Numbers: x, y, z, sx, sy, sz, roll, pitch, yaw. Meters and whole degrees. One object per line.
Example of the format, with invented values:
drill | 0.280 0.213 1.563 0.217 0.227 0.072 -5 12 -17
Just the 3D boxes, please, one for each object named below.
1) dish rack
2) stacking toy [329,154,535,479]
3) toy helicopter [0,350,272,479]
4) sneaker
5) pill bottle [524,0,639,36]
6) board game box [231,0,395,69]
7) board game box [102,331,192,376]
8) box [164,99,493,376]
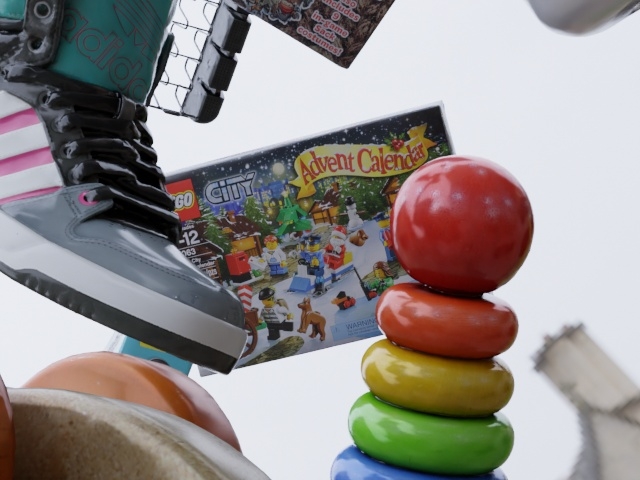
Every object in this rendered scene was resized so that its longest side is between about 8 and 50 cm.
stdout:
dish rack | -0.215 -0.260 1.895 0.271 0.074 0.208 13 -73 -25
stacking toy | 0.065 0.110 0.985 0.141 0.141 0.330 -2 -79 -51
toy helicopter | -0.123 0.198 0.398 0.355 0.235 0.140 -46 -28 10
sneaker | -0.118 -0.062 0.844 0.178 0.295 0.124 -59 -33 -1
pill bottle | 0.101 -0.273 0.770 0.181 0.323 0.181 -35 -3 -2
board game box | 0.035 -0.339 1.408 0.141 0.232 0.291 29 -69 -18
board game box | -0.225 0.229 1.640 0.254 0.079 0.336 -51 16 56
box | 0.000 0.000 1.198 0.233 0.159 0.044 -14 8 10
